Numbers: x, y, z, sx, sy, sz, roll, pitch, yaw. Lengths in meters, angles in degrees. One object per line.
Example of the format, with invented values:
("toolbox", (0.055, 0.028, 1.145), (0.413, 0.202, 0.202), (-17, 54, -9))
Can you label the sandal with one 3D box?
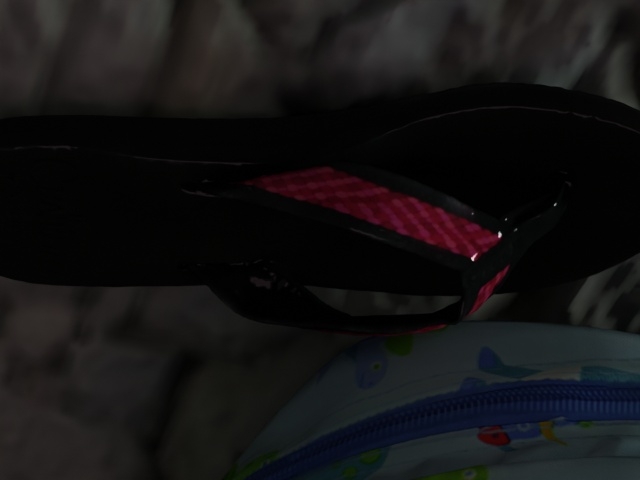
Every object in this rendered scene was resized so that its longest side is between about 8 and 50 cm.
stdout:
("sandal", (0.000, 0.000, 0.366), (0.179, 0.040, 0.067), (-2, 136, -2))

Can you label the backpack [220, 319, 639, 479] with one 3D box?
("backpack", (0.116, 0.163, 0.421), (0.356, 0.273, 0.290), (-2, 143, -35))
